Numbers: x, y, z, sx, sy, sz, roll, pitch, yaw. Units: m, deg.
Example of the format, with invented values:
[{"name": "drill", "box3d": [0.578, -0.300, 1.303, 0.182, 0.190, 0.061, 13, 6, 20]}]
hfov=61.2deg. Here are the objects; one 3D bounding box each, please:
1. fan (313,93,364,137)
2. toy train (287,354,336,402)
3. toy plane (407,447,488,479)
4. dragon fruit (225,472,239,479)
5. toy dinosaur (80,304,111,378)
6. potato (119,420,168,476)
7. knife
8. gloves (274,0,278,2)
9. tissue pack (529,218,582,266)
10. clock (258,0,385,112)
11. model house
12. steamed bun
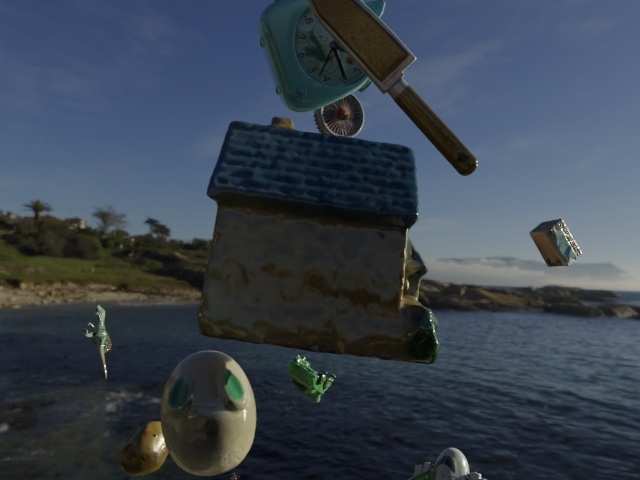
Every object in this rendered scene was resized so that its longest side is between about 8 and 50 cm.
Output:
[{"name": "fan", "box3d": [0.005, -0.358, 1.395, 0.244, 0.130, 0.074, 39, -16, -18]}, {"name": "toy train", "box3d": [-0.028, 0.325, 1.263, 0.099, 0.081, 0.149, 27, -8, 22]}, {"name": "toy plane", "box3d": [0.249, 0.496, 1.062, 0.174, 0.174, 0.080, -1, -29, 37]}, {"name": "dragon fruit", "box3d": [-0.025, 0.395, 0.486, 0.291, 0.250, 0.269, -8, 14, 11]}, {"name": "toy dinosaur", "box3d": [-0.580, 0.266, 1.440, 0.044, 0.187, 0.106, -25, -1, -2]}, {"name": "potato", "box3d": [-0.539, 0.650, 1.689, 0.137, 0.176, 0.137, 24, -37, 20]}, {"name": "knife", "box3d": [0.070, -0.167, 0.528, 0.046, 0.256, 0.022, -42, 4, 14]}, {"name": "gloves", "box3d": [-0.006, -0.569, 1.404, 0.197, 0.152, 0.301, -33, -18, 16]}, {"name": "tissue pack", "box3d": [0.513, 0.005, 1.186, 0.058, 0.094, 0.074, -33, 3, -16]}, {"name": "clock", "box3d": [0.021, -0.403, 1.136, 0.274, 0.224, 0.094, -19, 12, -9]}, {"name": "model house", "box3d": [0.000, 0.000, 0.890, 0.334, 0.343, 0.382, 7, -8, -4]}, {"name": "steamed bun", "box3d": [-0.207, 0.322, 1.004, 0.177, 0.228, 0.131, 0, -4, -10]}]
